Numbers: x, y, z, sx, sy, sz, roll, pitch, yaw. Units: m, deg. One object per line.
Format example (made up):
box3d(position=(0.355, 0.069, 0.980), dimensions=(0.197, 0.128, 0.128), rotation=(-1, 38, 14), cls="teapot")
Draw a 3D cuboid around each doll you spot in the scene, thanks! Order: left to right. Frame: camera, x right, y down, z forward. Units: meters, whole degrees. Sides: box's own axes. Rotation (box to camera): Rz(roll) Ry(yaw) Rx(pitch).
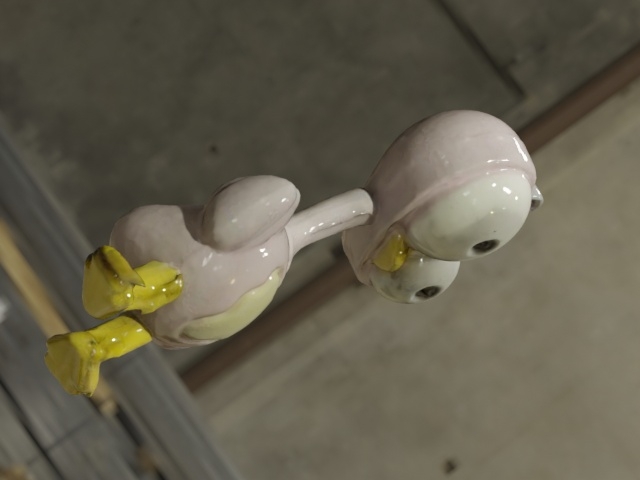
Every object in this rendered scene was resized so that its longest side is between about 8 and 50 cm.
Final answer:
box3d(position=(0.000, -0.001, 1.246), dimensions=(0.094, 0.365, 0.160), rotation=(61, -37, 24), cls="doll")
